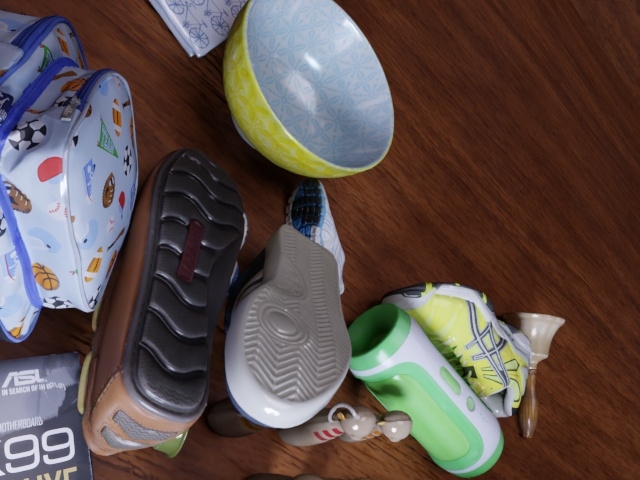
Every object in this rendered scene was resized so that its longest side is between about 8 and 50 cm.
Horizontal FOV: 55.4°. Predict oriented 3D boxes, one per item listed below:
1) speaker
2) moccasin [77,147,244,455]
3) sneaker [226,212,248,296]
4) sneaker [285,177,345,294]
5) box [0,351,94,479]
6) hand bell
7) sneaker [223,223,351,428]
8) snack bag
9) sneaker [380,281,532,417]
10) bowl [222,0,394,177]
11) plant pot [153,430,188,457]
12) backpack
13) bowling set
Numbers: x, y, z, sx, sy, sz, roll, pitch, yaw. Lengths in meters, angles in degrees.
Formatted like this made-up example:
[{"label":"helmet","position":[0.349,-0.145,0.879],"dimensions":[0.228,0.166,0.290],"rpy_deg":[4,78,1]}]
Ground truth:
[{"label":"speaker","position":[0.162,0.236,0.948],"dimensions":[0.296,0.131,0.131],"rpy_deg":[49,46,-20]},{"label":"moccasin","position":[-0.169,0.043,0.665],"dimensions":[0.139,0.147,0.380],"rpy_deg":[32,40,-35]},{"label":"sneaker","position":[-0.134,0.004,0.800],"dimensions":[0.058,0.052,0.135],"rpy_deg":[22,58,-33]},{"label":"sneaker","position":[0.000,0.000,0.934],"dimensions":[0.083,0.071,0.191],"rpy_deg":[4,79,-51]},{"label":"box","position":[-0.338,0.228,0.478],"dimensions":[0.307,0.076,0.243],"rpy_deg":[2,72,-45]},{"label":"hand bell","position":[0.425,0.276,1.244],"dimensions":[0.126,0.126,0.242],"rpy_deg":[18,75,-40]},{"label":"sneaker","position":[-0.056,0.114,0.690],"dimensions":[0.131,0.148,0.350],"rpy_deg":[35,20,-8]},{"label":"snack bag","position":[-0.189,-0.476,0.951],"dimensions":[0.323,0.037,0.342],"rpy_deg":[55,44,-14]},{"label":"sneaker","position":[0.250,0.189,1.048],"dimensions":[0.384,0.145,0.147],"rpy_deg":[30,54,-32]},{"label":"bowl","position":[-0.042,-0.209,0.902],"dimensions":[0.289,0.156,0.290],"rpy_deg":[20,60,-39]},{"label":"plant pot","position":[-0.189,0.184,0.656],"dimensions":[0.079,0.083,0.083],"rpy_deg":[20,60,-26]},{"label":"backpack","position":[-0.272,-0.074,0.531],"dimensions":[0.213,0.277,0.263],"rpy_deg":[6,46,-14]},{"label":"bowling set","position":[0.006,0.293,0.746],"dimensions":[0.287,0.154,0.200],"rpy_deg":[16,63,-40]}]
